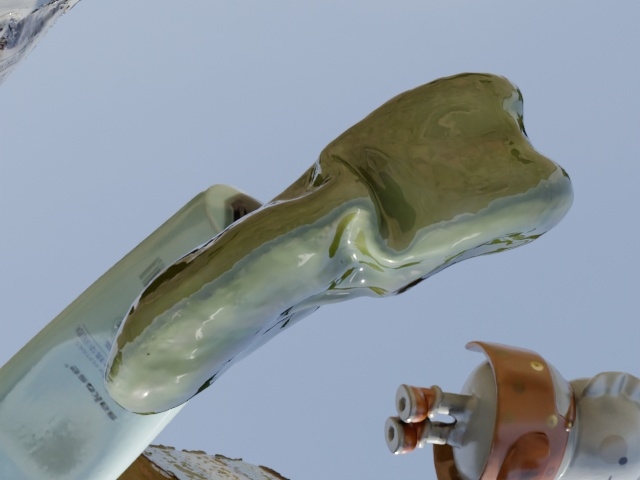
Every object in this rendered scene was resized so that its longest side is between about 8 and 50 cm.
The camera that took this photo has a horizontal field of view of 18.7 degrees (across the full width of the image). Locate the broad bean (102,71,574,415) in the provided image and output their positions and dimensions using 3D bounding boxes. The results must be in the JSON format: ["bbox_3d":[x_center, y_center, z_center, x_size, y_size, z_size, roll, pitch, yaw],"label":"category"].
[{"bbox_3d":[0.001,0.003,0.808,0.207,0.072,0.153,-26,168,4],"label":"broad bean"}]

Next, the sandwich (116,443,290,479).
[{"bbox_3d":[-0.075,0.295,1.539,0.155,0.198,0.227,15,-173,-38],"label":"sandwich"}]

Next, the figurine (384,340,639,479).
[{"bbox_3d":[0.183,0.153,1.591,0.271,0.143,0.143,-3,-167,-32],"label":"figurine"}]

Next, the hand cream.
[{"bbox_3d":[-0.135,0.086,1.175,0.321,0.109,0.067,-44,178,25],"label":"hand cream"}]

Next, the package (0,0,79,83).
[{"bbox_3d":[-0.248,-0.127,1.451,0.239,0.030,0.154,-44,175,35],"label":"package"}]
